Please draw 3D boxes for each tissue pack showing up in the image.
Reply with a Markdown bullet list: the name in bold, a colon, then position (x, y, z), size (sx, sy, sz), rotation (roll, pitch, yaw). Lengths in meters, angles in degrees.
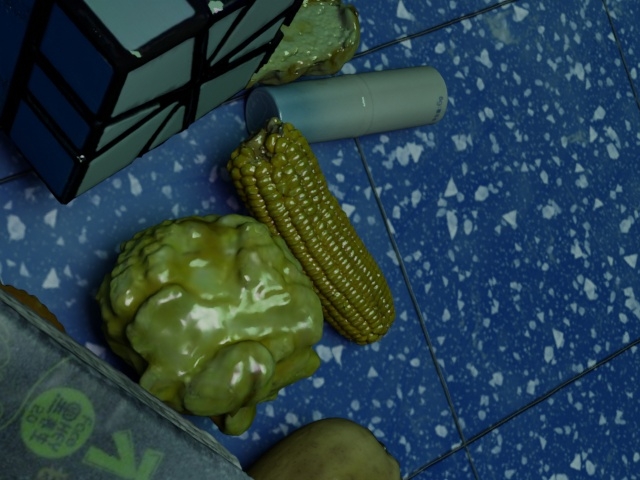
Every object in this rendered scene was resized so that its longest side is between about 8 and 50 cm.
- **tissue pack**: position (-0.291, 0.224, 1.354), size (0.394, 0.124, 0.288), rotation (40, 90, -30)

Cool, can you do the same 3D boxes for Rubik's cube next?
- **Rubik's cube**: position (-0.203, -0.259, 1.428), size (0.283, 0.288, 0.293), rotation (47, 55, 6)

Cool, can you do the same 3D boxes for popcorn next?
- **popcorn**: position (-0.112, 0.080, 1.549), size (0.256, 0.195, 0.255), rotation (29, 58, -30)

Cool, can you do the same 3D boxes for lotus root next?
- **lotus root**: position (-0.034, 0.328, 1.581), size (0.310, 0.182, 0.183), rotation (-44, 108, -25)

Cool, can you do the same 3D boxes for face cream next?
- **face cream**: position (0.033, -0.160, 1.744), size (0.250, 0.077, 0.077), rotation (-12, 90, -35)

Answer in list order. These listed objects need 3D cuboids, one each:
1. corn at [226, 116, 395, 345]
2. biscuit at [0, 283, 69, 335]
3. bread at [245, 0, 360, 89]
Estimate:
- **corn**: position (-0.004, 0.002, 1.665), size (0.102, 0.102, 0.313), rotation (-47, 120, -30)
- **biscuit**: position (-0.343, 0.146, 1.447), size (0.220, 0.066, 0.221), rotation (4, 83, -37)
- **bread**: position (-0.064, -0.224, 1.675), size (0.232, 0.088, 0.128), rotation (-17, 59, -29)
